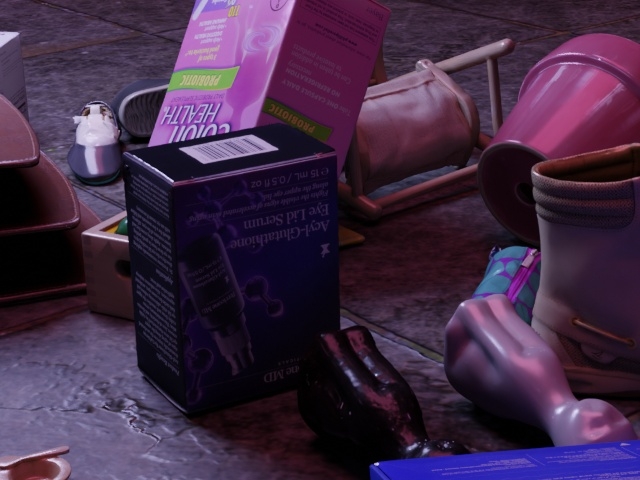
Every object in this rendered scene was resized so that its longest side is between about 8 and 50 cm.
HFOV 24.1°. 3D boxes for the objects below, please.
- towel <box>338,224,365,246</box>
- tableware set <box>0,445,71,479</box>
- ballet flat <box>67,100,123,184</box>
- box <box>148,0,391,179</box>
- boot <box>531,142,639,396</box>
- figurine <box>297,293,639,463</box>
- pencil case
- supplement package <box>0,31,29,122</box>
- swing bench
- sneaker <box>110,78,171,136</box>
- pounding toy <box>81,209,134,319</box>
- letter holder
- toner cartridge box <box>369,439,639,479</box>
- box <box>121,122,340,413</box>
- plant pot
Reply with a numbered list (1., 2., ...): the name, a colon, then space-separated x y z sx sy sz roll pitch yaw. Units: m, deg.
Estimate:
1. towel: 0.000 0.000 1.595 0.083 0.009 0.060 -15 25 -29
2. tableware set: -0.245 0.195 1.080 0.141 0.020 0.168 -7 21 -13
3. ballet flat: -0.284 -0.132 1.890 0.074 0.074 0.203 -4 21 -5
4. box: -0.064 -0.146 1.577 0.117 0.243 0.213 22 -9 -33
5. boot: 0.300 0.024 1.223 0.262 0.203 0.095 1 21 12
6. figurine: 0.121 0.138 1.128 0.215 0.092 0.209 -11 31 -24
7. pencil case: 0.165 0.056 1.343 0.064 0.070 0.151 27 28 6
8. supplement package: -0.508 -0.165 1.892 0.204 0.145 0.262 1 20 7
9. swing bench: 0.061 -0.149 1.784 0.253 0.165 0.255 -19 21 -37
10. sneaker: -0.172 -0.196 2.032 0.222 0.083 0.118 -7 18 -17
11. pounding toy: -0.096 0.006 1.468 0.181 0.094 0.206 10 24 29
12. letter holder: -0.329 -0.056 1.579 0.214 0.152 0.302 -7 21 -18
13. toner cartridge box: 0.217 0.175 0.942 0.348 0.075 0.165 -4 4 -8
14. box: -0.073 0.020 1.265 0.153 0.207 0.108 -14 24 -26
15. plant pot: 0.269 -0.092 1.586 0.201 0.201 0.180 16 43 40
